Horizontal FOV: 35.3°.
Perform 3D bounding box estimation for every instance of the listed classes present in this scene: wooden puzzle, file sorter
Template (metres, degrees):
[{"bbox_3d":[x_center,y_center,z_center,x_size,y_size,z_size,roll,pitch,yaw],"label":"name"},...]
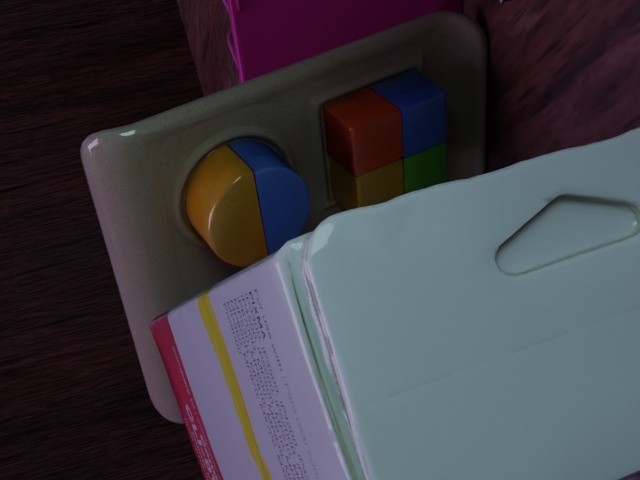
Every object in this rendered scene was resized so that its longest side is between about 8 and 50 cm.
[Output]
[{"bbox_3d":[0.000,0.000,0.870,0.080,0.347,0.322,51,155,46],"label":"wooden puzzle"},{"bbox_3d":[0.008,-0.184,0.962,0.182,0.202,0.291,-116,15,-50],"label":"file sorter"}]

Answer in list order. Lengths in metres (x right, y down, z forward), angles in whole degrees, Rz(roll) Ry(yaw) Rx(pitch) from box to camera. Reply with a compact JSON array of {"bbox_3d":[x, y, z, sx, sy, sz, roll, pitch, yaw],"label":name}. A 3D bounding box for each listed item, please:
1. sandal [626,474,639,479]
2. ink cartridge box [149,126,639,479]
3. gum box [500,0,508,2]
[{"bbox_3d":[0.174,0.197,0.901,0.416,0.102,0.169,168,87,-80],"label":"sandal"},{"bbox_3d":[0.070,0.065,0.640,0.384,0.279,0.160,152,100,-71],"label":"ink cartridge box"},{"bbox_3d":[0.139,-0.237,0.582,0.188,0.062,0.107,109,145,-72],"label":"gum box"}]
